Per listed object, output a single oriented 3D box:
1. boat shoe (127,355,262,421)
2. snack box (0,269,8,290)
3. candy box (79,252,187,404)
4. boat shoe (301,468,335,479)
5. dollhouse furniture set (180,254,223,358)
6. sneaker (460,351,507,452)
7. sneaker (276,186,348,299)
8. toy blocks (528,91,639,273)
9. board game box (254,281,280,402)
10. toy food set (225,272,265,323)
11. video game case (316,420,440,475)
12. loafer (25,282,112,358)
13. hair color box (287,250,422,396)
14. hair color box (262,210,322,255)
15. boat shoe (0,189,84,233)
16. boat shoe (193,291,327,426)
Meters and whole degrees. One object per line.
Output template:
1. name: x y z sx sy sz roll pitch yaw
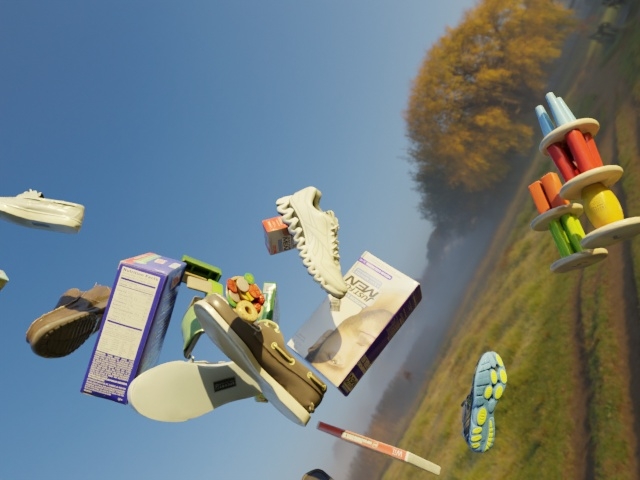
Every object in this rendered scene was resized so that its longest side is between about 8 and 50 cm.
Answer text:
1. boat shoe: -0.252 0.294 0.911 0.306 0.104 0.113 -1 -104 -48
2. snack box: -1.006 0.189 1.147 0.322 0.060 0.187 -54 -33 -7
3. candy box: -0.458 0.203 1.127 0.268 0.122 0.318 -166 94 -83
4. boat shoe: 0.009 0.660 1.100 0.132 0.131 0.355 -25 7 -11
5. dollhouse furniture set: -0.482 0.243 1.593 0.302 0.151 0.198 -58 27 21
6. sneaker: 0.305 0.306 0.858 0.078 0.066 0.189 -175 96 -77
7. sneaker: 0.000 0.000 1.066 0.118 0.292 0.110 -29 -16 7
8. toy blocks: 0.238 -0.056 0.435 0.123 0.054 0.148 78 -179 -67
9. board game box: -0.173 0.323 1.416 0.214 0.046 0.318 93 -179 -52
10. toy food set: -0.125 0.095 0.743 0.020 0.083 0.083 -34 3 30
11. video game case: 0.153 0.558 1.197 0.204 0.284 0.025 43 -121 -41
12. loafer: -0.685 0.212 1.235 0.134 0.130 0.366 -62 -2 7
13. hair color box: 0.096 0.214 1.184 0.339 0.185 0.110 -49 -33 -14
14. hair color box: -0.072 -0.027 1.238 0.167 0.053 0.093 -17 -44 -16
15. boat shoe: -0.691 -0.077 1.080 0.079 0.227 0.081 118 162 -63
16. boat shoe: -0.109 0.215 0.855 0.097 0.324 0.116 -47 15 -29
